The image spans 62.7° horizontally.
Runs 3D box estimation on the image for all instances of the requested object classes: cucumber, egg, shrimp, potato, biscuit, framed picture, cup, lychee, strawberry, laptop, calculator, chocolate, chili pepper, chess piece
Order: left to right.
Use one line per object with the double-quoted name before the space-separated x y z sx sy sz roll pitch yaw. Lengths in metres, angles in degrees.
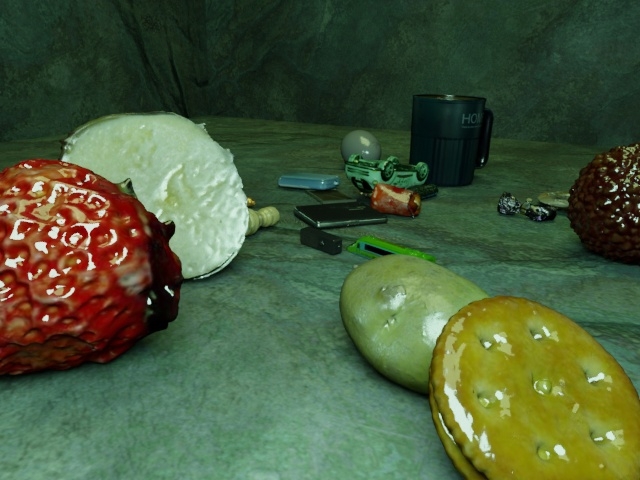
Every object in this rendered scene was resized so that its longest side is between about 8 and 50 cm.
"strawberry" -0.358 0.027 0.663 0.310 0.291 0.292 8 12 -36
"potato" -0.317 -0.083 1.082 0.397 0.289 0.296 22 -9 0
"chess piece" -0.152 -0.050 1.243 0.066 0.066 0.122 12 16 27
"calculator" -0.035 -0.189 1.672 0.210 0.039 0.121 8 17 27
"framed picture" 0.029 -0.136 1.585 0.109 0.011 0.149 -6 21 -21
"laptop" 0.052 -0.068 1.362 0.207 0.026 0.154 -6 20 -24
"egg" 0.154 -0.343 1.996 0.147 0.146 0.198 -4 28 -17
"chili pepper" 0.176 -0.114 1.428 0.192 0.084 0.086 13 -12 23
"cucumber" 0.280 -0.136 1.561 0.044 0.043 0.257 25 28 39
"potato" 0.123 0.102 0.682 0.251 0.159 0.174 36 9 35
"cup" 0.444 -0.356 1.838 0.242 0.291 0.308 12 21 28
"chocolate" 0.561 -0.090 1.424 0.147 0.070 0.072 13 49 30
"biscuit" 0.207 0.156 0.515 0.221 0.066 0.220 8 50 -10
"shrimp" 0.722 -0.100 1.477 0.165 0.062 0.317 -3 15 -2
"lychee" 0.666 -0.077 1.115 0.265 0.300 0.264 -5 61 10

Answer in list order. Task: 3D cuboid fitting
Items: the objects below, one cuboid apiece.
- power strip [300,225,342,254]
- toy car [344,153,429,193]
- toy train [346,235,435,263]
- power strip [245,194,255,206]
"power strip" 0.000 0.000 1.142 0.029 0.037 0.111 -17 26 -41
"toy car" 0.201 -0.189 1.587 0.136 0.125 0.306 21 17 41
"toy train" 0.137 0.022 1.080 0.044 0.042 0.209 -15 25 -42
"power strip" -0.261 -0.115 1.469 0.178 0.028 0.049 9 20 20
